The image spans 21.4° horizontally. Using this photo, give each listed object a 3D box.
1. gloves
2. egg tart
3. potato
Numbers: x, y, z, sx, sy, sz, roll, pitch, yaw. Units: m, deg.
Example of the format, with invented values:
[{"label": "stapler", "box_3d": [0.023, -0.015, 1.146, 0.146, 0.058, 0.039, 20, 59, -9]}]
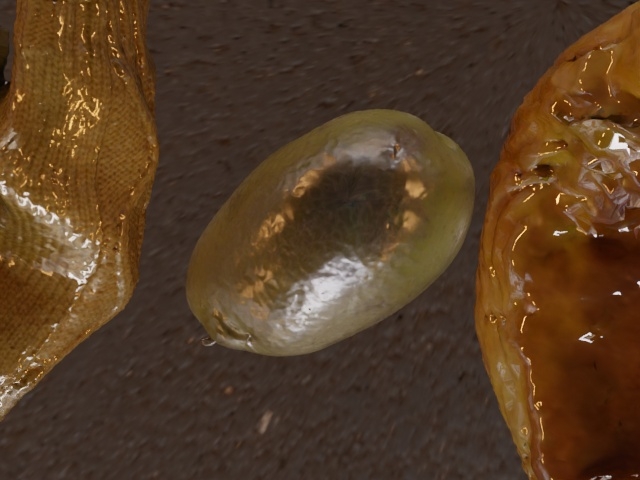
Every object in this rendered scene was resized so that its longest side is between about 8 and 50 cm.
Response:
[{"label": "gloves", "box_3d": [-0.188, -0.038, 1.023, 0.203, 0.155, 0.356, 42, 116, 35]}, {"label": "egg tart", "box_3d": [0.214, 0.054, 0.653, 0.352, 0.150, 0.352, 26, 128, 39]}, {"label": "potato", "box_3d": [0.000, 0.000, 1.271, 0.251, 0.174, 0.159, -41, 49, 20]}]
